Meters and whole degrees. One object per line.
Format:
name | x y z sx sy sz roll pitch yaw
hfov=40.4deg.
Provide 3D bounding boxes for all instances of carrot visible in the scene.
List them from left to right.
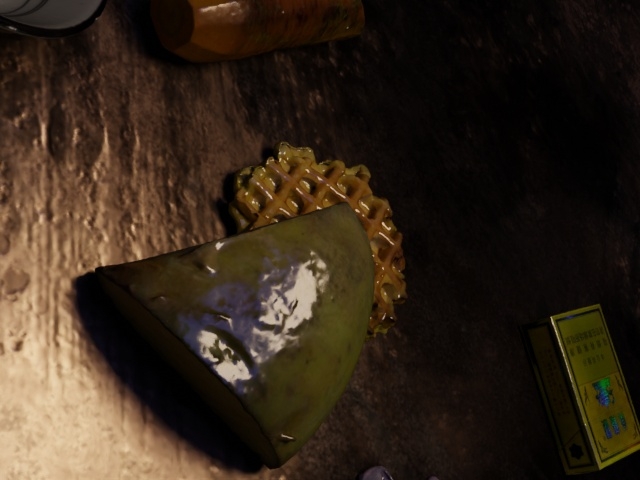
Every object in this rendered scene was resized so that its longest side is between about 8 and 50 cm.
carrot | -0.061 -0.272 1.016 0.302 0.114 0.114 -22 88 -47

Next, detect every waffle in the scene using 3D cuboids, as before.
waffle | 0.000 0.000 1.002 0.238 0.059 0.243 -2 72 -40

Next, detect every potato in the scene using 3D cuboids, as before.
potato | -0.035 0.046 0.855 0.255 0.112 0.269 -47 109 -26

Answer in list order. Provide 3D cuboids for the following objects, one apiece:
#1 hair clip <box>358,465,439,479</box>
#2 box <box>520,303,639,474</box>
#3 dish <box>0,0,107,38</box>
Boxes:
hair clip | 0.123 0.374 0.926 0.137 0.090 0.278 -26 91 -37
box | 0.380 0.211 1.254 0.141 0.064 0.220 -7 75 -45
dish | -0.329 -0.301 0.756 0.316 0.106 0.316 41 38 -43
